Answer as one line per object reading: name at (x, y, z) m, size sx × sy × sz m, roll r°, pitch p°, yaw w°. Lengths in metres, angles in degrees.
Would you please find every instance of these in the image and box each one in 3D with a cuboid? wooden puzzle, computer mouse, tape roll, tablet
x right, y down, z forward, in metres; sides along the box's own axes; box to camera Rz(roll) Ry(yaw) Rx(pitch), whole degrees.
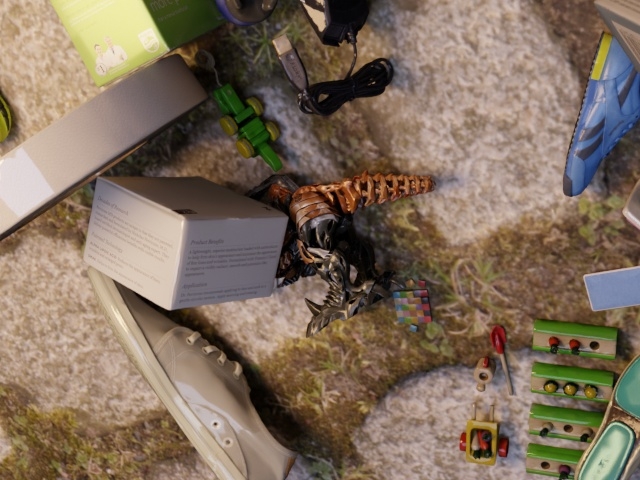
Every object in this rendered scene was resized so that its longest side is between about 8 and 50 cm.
wooden puzzle at (0.129, 0.092, 1.394) m, size 0.049 × 0.006 × 0.083 m, roll -3°, pitch 112°, yaw 22°
computer mouse at (-0.012, -0.276, 1.186) m, size 0.060 × 0.184 × 0.262 m, roll 0°, pitch 116°, yaw 41°
tape roll at (-0.317, -0.100, 1.254) m, size 0.392 × 0.392 × 0.072 m, roll -30°, pitch 100°, yaw 29°
tablet at (0.385, 0.062, 1.284) m, size 0.083 × 0.006 × 0.054 m, roll -11°, pitch 109°, yaw 25°

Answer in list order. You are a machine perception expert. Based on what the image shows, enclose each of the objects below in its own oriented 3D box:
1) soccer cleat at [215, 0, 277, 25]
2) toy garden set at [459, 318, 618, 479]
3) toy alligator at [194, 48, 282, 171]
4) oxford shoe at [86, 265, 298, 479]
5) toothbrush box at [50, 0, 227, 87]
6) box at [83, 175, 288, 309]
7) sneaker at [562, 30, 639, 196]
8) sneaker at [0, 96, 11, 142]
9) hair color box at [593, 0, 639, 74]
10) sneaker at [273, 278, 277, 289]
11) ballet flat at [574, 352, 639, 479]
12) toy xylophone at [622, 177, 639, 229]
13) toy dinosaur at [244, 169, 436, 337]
soccer cleat at (-0.091, -0.406, 1.200) m, size 0.093 × 0.121 × 0.289 m, roll 0°, pitch 102°, yaw -21°
toy garden set at (0.292, 0.226, 1.369) m, size 0.204 × 0.049 × 0.244 m, roll 5°, pitch 115°, yaw 18°
toy alligator at (-0.114, -0.171, 1.342) m, size 0.189 × 0.056 × 0.051 m, roll 55°, pitch 160°, yaw -9°
oxford shoe at (-0.192, 0.204, 1.506) m, size 0.130 × 0.169 × 0.449 m, roll -38°, pitch 88°, yaw -11°
toothbrush box at (-0.247, -0.358, 1.214) m, size 0.122 × 0.206 × 0.283 m, roll -22°, pitch 104°, yaw 28°
box at (-0.173, -0.003, 1.279) m, size 0.182 × 0.181 × 0.119 m, roll 24°, pitch 108°, yaw 37°
sneaker at (0.341, -0.139, 1.173) m, size 0.082 × 0.069 × 0.209 m, roll 16°, pitch 118°, yaw 9°
sneaker at (-0.575, -0.251, 1.443) m, size 0.123 × 0.109 × 0.295 m, roll -24°, pitch 103°, yaw 24°
hair color box at (0.461, -0.283, 0.925) m, size 0.374 × 0.185 × 0.113 m, roll -36°, pitch 107°, yaw 12°
sneaker at (-0.119, 0.053, 1.449) m, size 0.109 × 0.044 × 0.040 m, roll 15°, pitch 120°, yaw 16°
ballet flat at (0.416, 0.233, 1.306) m, size 0.086 × 0.086 × 0.248 m, roll 31°, pitch 105°, yaw 5°
toy xylophone at (0.512, -0.095, 1.117) m, size 0.236 × 0.081 × 0.322 m, roll 32°, pitch 123°, yaw 4°
toy dinosaur at (0.000, 0.000, 1.327) m, size 0.322 × 0.164 × 0.218 m, roll -28°, pitch 86°, yaw 47°
